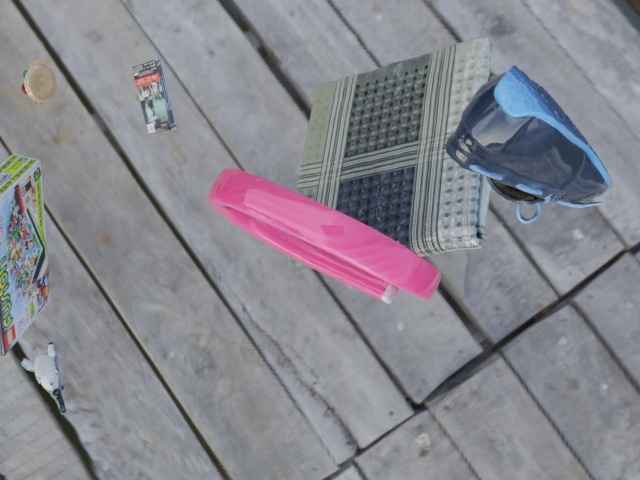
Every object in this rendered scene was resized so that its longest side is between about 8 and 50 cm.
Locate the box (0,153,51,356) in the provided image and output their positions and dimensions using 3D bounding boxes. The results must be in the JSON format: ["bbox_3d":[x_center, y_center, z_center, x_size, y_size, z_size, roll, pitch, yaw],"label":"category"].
[{"bbox_3d":[-0.355,0.019,0.980,0.036,0.207,0.114,14,37,7],"label":"box"}]

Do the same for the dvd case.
[{"bbox_3d":[-0.283,-0.243,1.468,0.013,0.087,0.119,-18,101,-37],"label":"dvd case"}]

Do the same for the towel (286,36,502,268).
[{"bbox_3d":[0.104,-0.116,1.217,0.312,0.056,0.324,-9,61,36],"label":"towel"}]

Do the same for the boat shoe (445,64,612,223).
[{"bbox_3d":[0.174,-0.079,0.741,0.089,0.258,0.109,-39,59,20],"label":"boat shoe"}]

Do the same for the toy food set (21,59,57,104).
[{"bbox_3d":[-0.590,-0.329,1.810,0.020,0.083,0.083,8,56,34],"label":"toy food set"}]

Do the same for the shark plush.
[{"bbox_3d":[-0.516,0.267,1.686,0.073,0.067,0.161,-40,53,-15],"label":"shark plush"}]

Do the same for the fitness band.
[{"bbox_3d":[0.000,0.000,0.997,0.290,0.209,0.054,24,83,25],"label":"fitness band"}]
